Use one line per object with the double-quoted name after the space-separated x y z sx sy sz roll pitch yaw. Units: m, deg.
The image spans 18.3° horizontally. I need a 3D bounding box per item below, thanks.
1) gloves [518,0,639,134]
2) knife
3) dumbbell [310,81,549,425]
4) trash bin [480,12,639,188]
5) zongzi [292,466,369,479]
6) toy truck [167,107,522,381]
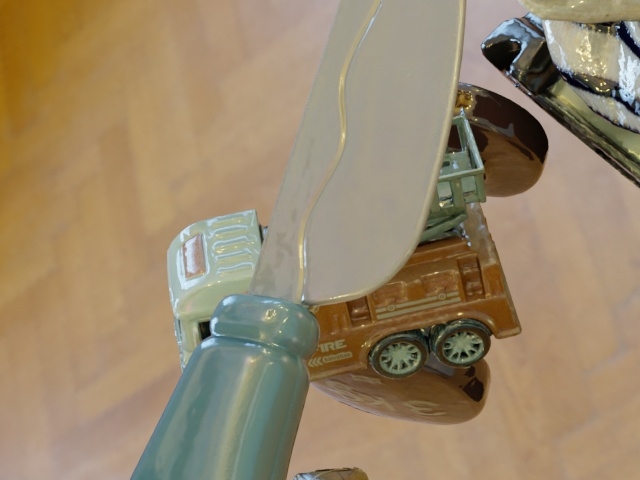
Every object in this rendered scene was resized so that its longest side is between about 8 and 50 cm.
0.183 -0.176 1.233 0.131 0.218 0.140 -11 33 5 "gloves"
0.001 0.001 0.517 0.058 0.032 0.244 11 75 43 "knife"
0.071 0.007 1.378 0.140 0.124 0.225 9 68 21 "dumbbell"
0.292 -0.156 1.428 0.262 0.277 0.217 -51 37 6 "trash bin"
0.023 0.233 1.838 0.083 0.076 0.040 0 93 64 "zongzi"
0.005 0.013 1.020 0.178 0.115 0.080 -14 39 1 "toy truck"
